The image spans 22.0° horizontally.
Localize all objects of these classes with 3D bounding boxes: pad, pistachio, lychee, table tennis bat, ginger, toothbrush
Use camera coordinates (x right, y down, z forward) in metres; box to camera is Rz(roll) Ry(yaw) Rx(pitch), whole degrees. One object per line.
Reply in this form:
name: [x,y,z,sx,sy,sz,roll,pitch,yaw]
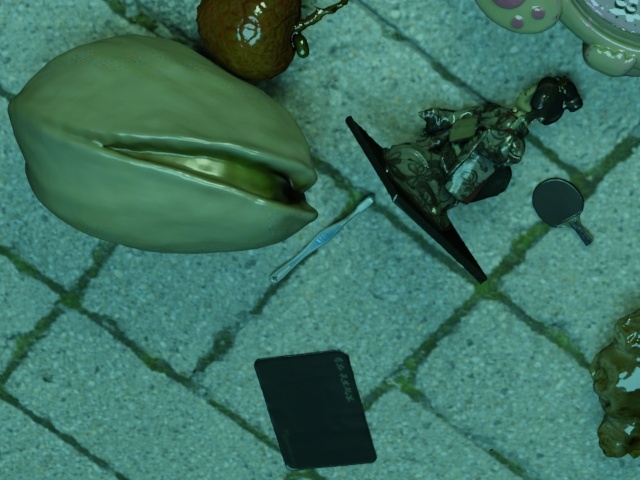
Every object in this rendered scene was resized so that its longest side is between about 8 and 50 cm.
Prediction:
pad: [-0.005,0.194,1.860,0.112,0.003,0.157,-8,117,16]
pistachio: [-0.148,-0.087,1.602,0.331,0.226,0.208,19,92,14]
lychee: [-0.053,-0.213,1.579,0.140,0.114,0.101,-4,154,35]
table tennis bat: [0.250,-0.028,1.675,0.050,0.007,0.083,-34,106,26]
ginger: [0.397,0.106,1.685,0.166,0.080,0.333,37,114,-27]
toothbrush: [0.000,0.000,1.739,0.014,0.017,0.162,46,118,-8]

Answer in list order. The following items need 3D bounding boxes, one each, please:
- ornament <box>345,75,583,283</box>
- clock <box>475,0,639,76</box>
ornament: [0.157,-0.102,1.588,0.196,0.166,0.153,-40,128,9]
clock: [0.317,-0.271,1.462,0.309,0.114,0.284,27,120,-5]
